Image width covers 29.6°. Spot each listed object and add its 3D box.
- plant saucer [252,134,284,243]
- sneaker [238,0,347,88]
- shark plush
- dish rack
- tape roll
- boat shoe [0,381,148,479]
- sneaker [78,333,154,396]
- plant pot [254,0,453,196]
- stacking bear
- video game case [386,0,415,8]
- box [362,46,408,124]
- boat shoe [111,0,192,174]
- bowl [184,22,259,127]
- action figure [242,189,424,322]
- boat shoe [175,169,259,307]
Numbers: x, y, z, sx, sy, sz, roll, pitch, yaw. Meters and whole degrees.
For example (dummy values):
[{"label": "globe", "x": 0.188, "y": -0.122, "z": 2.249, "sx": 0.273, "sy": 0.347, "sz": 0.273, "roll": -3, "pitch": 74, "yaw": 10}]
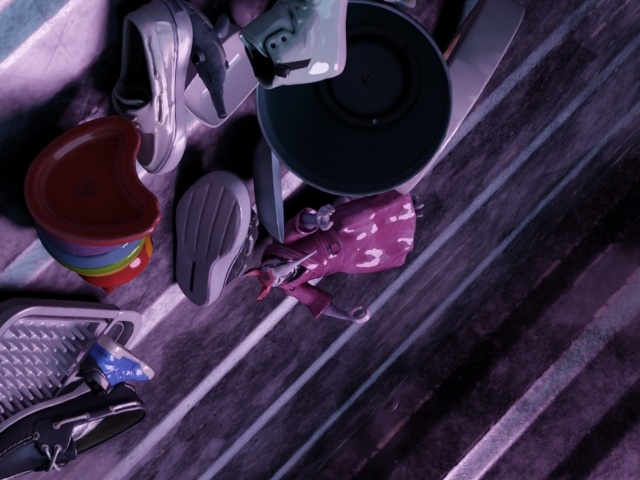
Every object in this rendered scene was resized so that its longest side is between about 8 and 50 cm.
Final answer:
[{"label": "plant saucer", "x": -0.086, "y": -0.090, "z": 1.960, "sx": 0.038, "sy": 0.195, "sz": 0.195, "roll": -5, "pitch": 151, "yaw": 1}, {"label": "sneaker", "x": -0.040, "y": -0.328, "z": 1.641, "sx": 0.151, "sy": 0.094, "sz": 0.255, "roll": -23, "pitch": 121, "yaw": -36}, {"label": "shark plush", "x": -0.160, "y": -0.235, "z": 1.597, "sx": 0.073, "sy": 0.161, "sz": 0.067, "roll": -8, "pitch": 173, "yaw": 19}, {"label": "dish rack", "x": -0.446, "y": 0.195, "z": 1.843, "sx": 0.285, "sy": 0.072, "sz": 0.333, "roll": -53, "pitch": 157, "yaw": 12}, {"label": "tape roll", "x": 0.218, "y": -0.258, "z": 2.101, "sx": 0.392, "sy": 0.072, "sz": 0.392, "roll": -58, "pitch": -176, "yaw": 6}, {"label": "boat shoe", "x": -0.403, "y": 0.303, "z": 1.881, "sx": 0.303, "sy": 0.091, "sz": 0.114, "roll": -31, "pitch": 151, "yaw": -34}, {"label": "sneaker", "x": -0.326, "y": 0.209, "z": 1.907, "sx": 0.084, "sy": 0.058, "sz": 0.152, "roll": -52, "pitch": 152, "yaw": -7}, {"label": "plant pot", "x": 0.062, "y": -0.236, "z": 1.856, "sx": 0.293, "sy": 0.293, "sz": 0.196, "roll": -58, "pitch": -178, "yaw": 21}, {"label": "stacking bear", "x": -0.302, "y": -0.020, "z": 1.664, "sx": 0.164, "sy": 0.175, "sz": 0.289, "roll": -15, "pitch": 160, "yaw": -8}, {"label": "video game case", "x": 0.083, "y": -0.445, "z": 1.683, "sx": 0.193, "sy": 0.023, "sz": 0.212, "roll": 2, "pitch": 88, "yaw": -61}, {"label": "box", "x": 0.086, "y": -0.247, "z": 2.054, "sx": 0.060, "sy": 0.100, "sz": 0.244, "roll": -10, "pitch": 136, "yaw": -55}, {"label": "boat shoe", "x": -0.229, "y": -0.191, "z": 1.595, "sx": 0.088, "sy": 0.096, "sz": 0.267, "roll": -25, "pitch": 147, "yaw": -36}, {"label": "bowl", "x": -0.147, "y": -0.240, "z": 1.714, "sx": 0.142, "sy": 0.053, "sz": 0.142, "roll": -49, "pitch": 158, "yaw": 1}, {"label": "action figure", "x": 0.000, "y": 0.000, "z": 2.190, "sx": 0.370, "sy": 0.276, "sz": 0.248, "roll": -20, "pitch": 120, "yaw": -33}, {"label": "boat shoe", "x": -0.163, "y": -0.022, "z": 1.980, "sx": 0.119, "sy": 0.121, "sz": 0.335, "roll": -44, "pitch": 168, "yaw": -33}]
